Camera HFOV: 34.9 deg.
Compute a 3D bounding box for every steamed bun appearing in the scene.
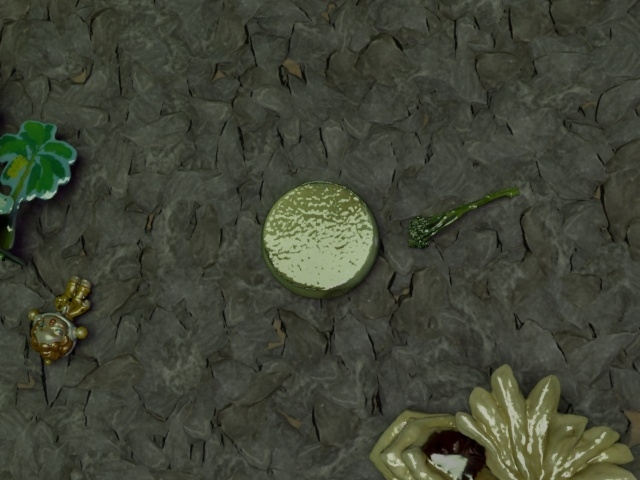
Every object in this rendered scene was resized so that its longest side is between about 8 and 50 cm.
[{"bbox_3d":[0.300,0.328,1.465,0.428,0.189,0.247,28,79,13],"label":"steamed bun"}]

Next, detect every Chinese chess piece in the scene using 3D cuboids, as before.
[{"bbox_3d":[0.000,0.000,1.616,0.188,0.083,0.188,-2,78,7],"label":"Chinese chess piece"}]

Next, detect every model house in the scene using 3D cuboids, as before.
[{"bbox_3d":[-0.593,-0.159,1.660,0.357,0.242,0.313,20,82,13],"label":"model house"}]

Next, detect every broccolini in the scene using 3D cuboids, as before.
[{"bbox_3d":[0.223,-0.040,1.600,0.194,0.052,0.054,-21,82,5],"label":"broccolini"}]

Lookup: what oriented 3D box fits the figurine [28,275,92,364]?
[{"bbox_3d":[-0.427,0.128,1.672,0.101,0.068,0.143,-4,68,4],"label":"figurine"}]
